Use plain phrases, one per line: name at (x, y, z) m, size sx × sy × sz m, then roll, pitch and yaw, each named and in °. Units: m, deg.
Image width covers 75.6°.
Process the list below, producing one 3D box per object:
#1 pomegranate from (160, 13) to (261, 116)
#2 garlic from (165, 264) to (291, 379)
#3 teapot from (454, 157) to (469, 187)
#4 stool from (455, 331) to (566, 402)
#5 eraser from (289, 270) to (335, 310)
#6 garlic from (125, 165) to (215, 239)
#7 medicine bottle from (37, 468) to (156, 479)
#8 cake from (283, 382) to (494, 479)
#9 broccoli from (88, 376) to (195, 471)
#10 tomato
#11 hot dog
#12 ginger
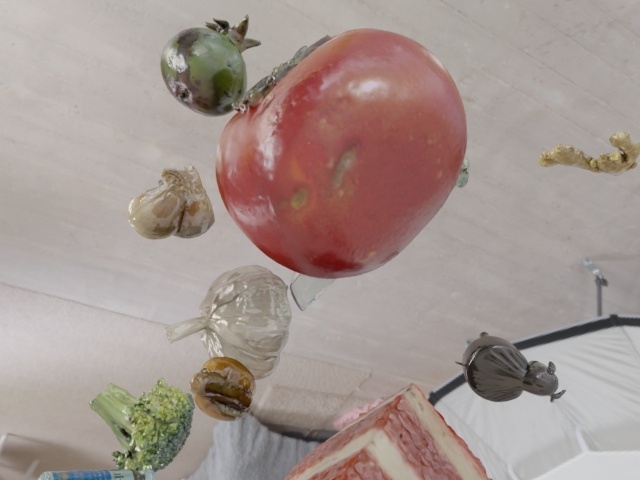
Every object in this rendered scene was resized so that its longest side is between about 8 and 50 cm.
pomegranate at (-0.185, -0.295, 0.684) m, size 0.148 × 0.169 × 0.148 m, roll 10°, pitch 168°, yaw 2°
garlic at (-0.171, 0.144, 0.744) m, size 0.212 × 0.219 × 0.219 m, roll 7°, pitch 136°, yaw -40°
teapot at (0.195, -0.138, 0.818) m, size 0.200 × 0.077 × 0.107 m, roll -4°, pitch 170°, yaw -8°
stool at (0.396, 0.271, 0.875) m, size 0.217 × 0.121 × 0.125 m, roll 7°, pitch 97°, yaw 15°
eraser at (0.000, 0.000, 1.142) m, size 0.082 × 0.397 × 0.213 m, roll 38°, pitch 111°, yaw -16°
garlic at (-0.264, -0.058, 0.729) m, size 0.099 × 0.174 × 0.124 m, roll -13°, pitch 95°, yaw 35°
medicine bottle at (-0.374, 0.415, 0.696) m, size 0.051 × 0.051 × 0.191 m, roll -31°, pitch 143°, yaw 23°
cake at (0.098, 0.430, 0.631) m, size 0.270 × 0.319 × 0.269 m, roll -46°, pitch 75°, yaw 29°
broccoli at (-0.436, 0.441, 0.983) m, size 0.243 × 0.263 × 0.247 m, roll 40°, pitch 86°, yaw -7°
tomato at (0.023, -0.109, 0.564) m, size 0.325 × 0.293 × 0.290 m, roll -45°, pitch 117°, yaw -9°
hot dog at (-0.148, 0.226, 0.635) m, size 0.060 × 0.090 × 0.140 m, roll 5°, pitch 140°, yaw 42°
ginger at (0.649, -0.196, 0.989) m, size 0.176 × 0.053 × 0.193 m, roll 29°, pitch 160°, yaw -8°
